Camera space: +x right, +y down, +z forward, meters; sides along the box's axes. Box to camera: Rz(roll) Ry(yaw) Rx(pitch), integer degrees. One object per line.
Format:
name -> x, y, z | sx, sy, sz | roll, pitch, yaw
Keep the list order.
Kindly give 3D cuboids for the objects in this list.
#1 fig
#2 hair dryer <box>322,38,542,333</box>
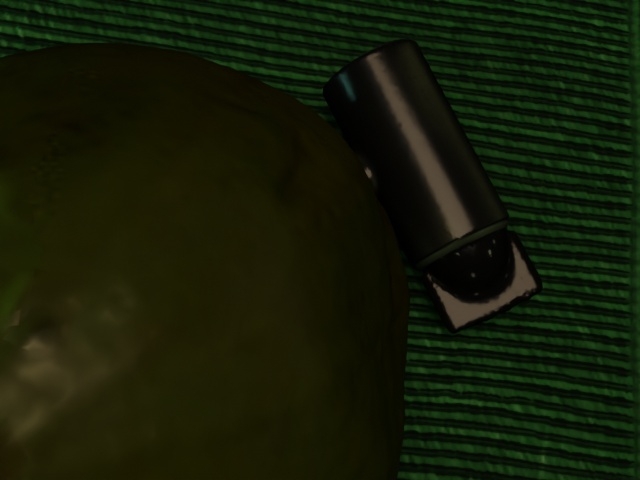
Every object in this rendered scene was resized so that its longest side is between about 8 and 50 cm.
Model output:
fig -> -0.115, 0.067, 0.467 | 0.343, 0.343, 0.343 | 2, 75, -8
hair dryer -> 0.000, 0.000, 0.654 | 0.248, 0.078, 0.195 | -25, 80, -4
